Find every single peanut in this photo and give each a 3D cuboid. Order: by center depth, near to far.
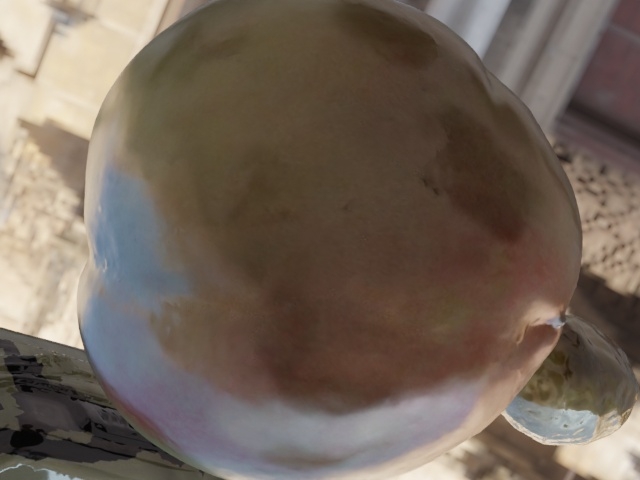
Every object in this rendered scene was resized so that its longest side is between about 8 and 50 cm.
[{"bbox_3d":[0.202,0.118,1.528,0.159,0.109,0.140,26,-158,-52],"label":"peanut"}]

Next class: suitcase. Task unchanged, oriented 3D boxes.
[{"bbox_3d":[-0.206,0.249,1.308,0.339,0.352,0.194,20,-161,-42],"label":"suitcase"}]

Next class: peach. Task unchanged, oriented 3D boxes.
[{"bbox_3d":[0.000,0.001,1.010,0.292,0.292,0.247,38,-169,31],"label":"peach"}]
